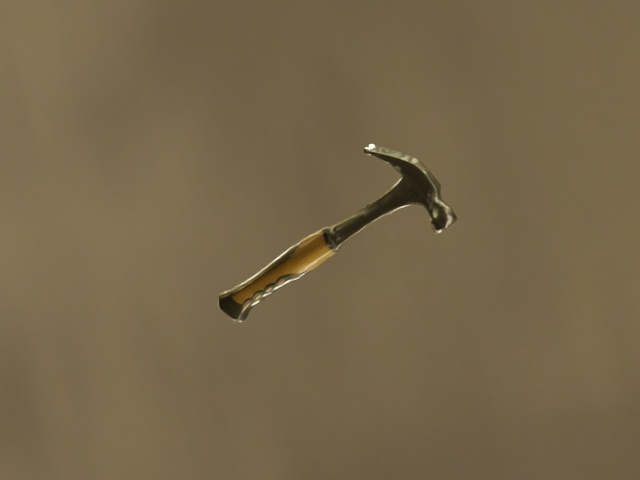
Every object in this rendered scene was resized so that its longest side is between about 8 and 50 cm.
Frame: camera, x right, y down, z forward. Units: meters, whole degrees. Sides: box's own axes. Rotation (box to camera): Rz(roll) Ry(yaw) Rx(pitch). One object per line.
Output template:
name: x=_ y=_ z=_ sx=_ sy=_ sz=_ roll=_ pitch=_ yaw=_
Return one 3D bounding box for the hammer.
hammer: x=0.000 y=0.000 z=0.886 sx=0.201 sy=0.021 sz=0.078 roll=-32 pitch=-88 yaw=27
